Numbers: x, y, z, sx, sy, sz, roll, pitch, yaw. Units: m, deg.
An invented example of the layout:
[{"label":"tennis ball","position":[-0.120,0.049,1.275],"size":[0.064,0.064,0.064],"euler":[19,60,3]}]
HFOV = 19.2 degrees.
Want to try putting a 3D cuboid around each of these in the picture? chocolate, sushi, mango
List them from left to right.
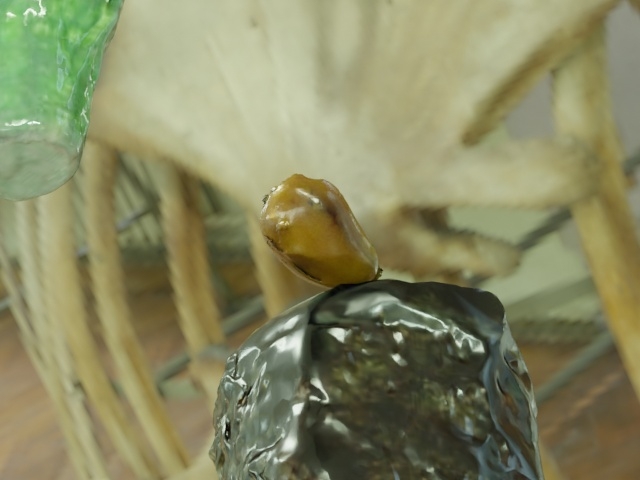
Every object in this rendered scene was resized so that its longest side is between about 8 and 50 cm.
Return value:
[{"label":"chocolate","position":[-0.142,-0.151,0.937],"size":[0.110,0.110,0.291],"euler":[-19,53,21]},{"label":"mango","position":[0.000,0.000,1.582],"size":[0.077,0.127,0.063],"euler":[-24,35,31]},{"label":"sushi","position":[0.053,0.226,1.587],"size":[0.281,0.299,0.294],"euler":[-6,52,-6]}]
